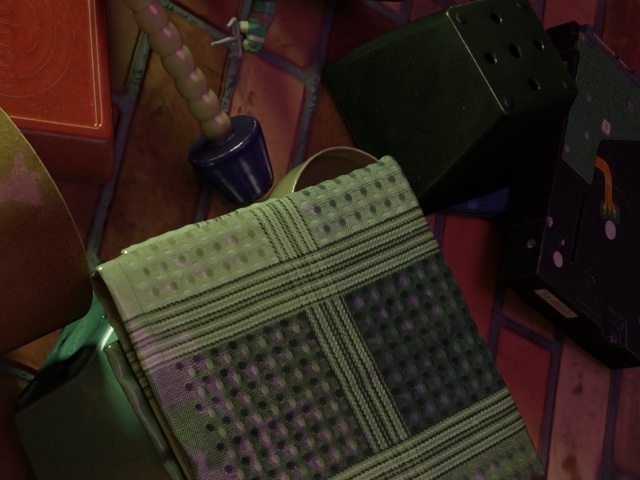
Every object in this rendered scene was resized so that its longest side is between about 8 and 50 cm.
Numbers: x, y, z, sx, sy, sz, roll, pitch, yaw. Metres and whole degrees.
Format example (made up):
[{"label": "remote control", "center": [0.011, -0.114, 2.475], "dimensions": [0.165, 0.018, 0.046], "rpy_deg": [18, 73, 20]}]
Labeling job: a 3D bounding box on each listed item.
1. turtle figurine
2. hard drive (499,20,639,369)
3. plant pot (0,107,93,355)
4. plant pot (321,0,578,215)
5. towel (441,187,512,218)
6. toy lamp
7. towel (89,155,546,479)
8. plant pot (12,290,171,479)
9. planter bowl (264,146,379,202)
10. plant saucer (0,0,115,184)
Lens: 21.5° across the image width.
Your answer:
[{"label": "turtle figurine", "center": [-0.083, -0.261, 1.546], "dimensions": [0.118, 0.234, 0.175], "rpy_deg": [-31, 111, -1]}, {"label": "hard drive", "center": [0.315, -0.052, 1.932], "dimensions": [0.237, 0.064, 0.339], "rpy_deg": [36, 57, -38]}, {"label": "plant pot", "center": [-0.342, 0.025, 1.267], "dimensions": [0.254, 0.237, 0.237], "rpy_deg": [-35, 101, -27]}, {"label": "plant pot", "center": [0.150, -0.156, 1.746], "dimensions": [0.187, 0.167, 0.188], "rpy_deg": [-19, 76, -43]}, {"label": "towel", "center": [0.157, -0.061, 1.840], "dimensions": [0.119, 0.029, 0.067], "rpy_deg": [4, 75, -40]}, {"label": "toy lamp", "center": [-0.126, -0.151, 1.565], "dimensions": [0.080, 0.080, 0.274], "rpy_deg": [-54, 125, -37]}, {"label": "towel", "center": [0.000, 0.112, 1.331], "dimensions": [0.324, 0.056, 0.312], "rpy_deg": [-21, 82, -37]}, {"label": "plant pot", "center": [-0.104, 0.146, 1.417], "dimensions": [0.252, 0.247, 0.247], "rpy_deg": [39, 55, -16]}, {"label": "planter bowl", "center": [0.000, 0.000, 1.631], "dimensions": [0.162, 0.109, 0.162], "rpy_deg": [13, 70, -38]}, {"label": "plant saucer", "center": [-0.286, -0.190, 1.482], "dimensions": [0.259, 0.048, 0.258], "rpy_deg": [5, 74, -39]}]
